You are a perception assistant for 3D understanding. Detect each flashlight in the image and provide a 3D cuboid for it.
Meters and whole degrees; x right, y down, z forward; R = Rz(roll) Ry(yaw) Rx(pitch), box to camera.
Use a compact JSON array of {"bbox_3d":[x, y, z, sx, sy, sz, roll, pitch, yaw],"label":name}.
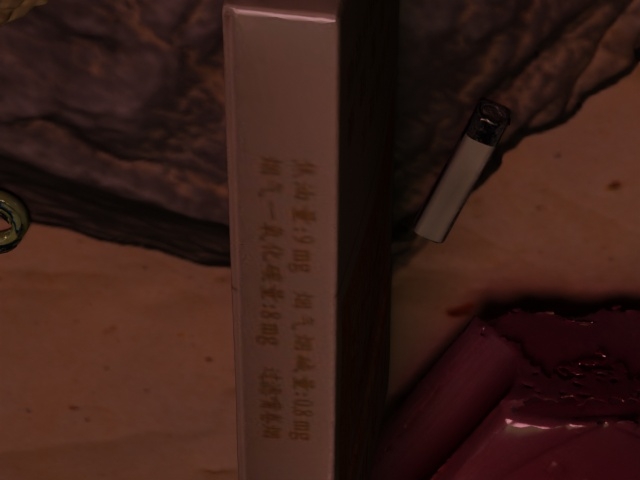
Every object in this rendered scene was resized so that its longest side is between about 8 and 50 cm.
[{"bbox_3d":[0.072,-0.035,0.900,0.018,0.018,0.083,21,129,-6],"label":"flashlight"}]

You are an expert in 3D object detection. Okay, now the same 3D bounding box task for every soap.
[{"bbox_3d":[0.114,0.136,0.969,0.162,0.099,0.250,22,129,-15],"label":"soap"}]

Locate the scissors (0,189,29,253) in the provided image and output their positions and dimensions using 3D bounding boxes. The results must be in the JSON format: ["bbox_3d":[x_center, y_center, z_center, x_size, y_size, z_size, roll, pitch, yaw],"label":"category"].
[{"bbox_3d":[-0.259,-0.037,0.956,0.187,0.020,0.133,-5,131,12],"label":"scissors"}]

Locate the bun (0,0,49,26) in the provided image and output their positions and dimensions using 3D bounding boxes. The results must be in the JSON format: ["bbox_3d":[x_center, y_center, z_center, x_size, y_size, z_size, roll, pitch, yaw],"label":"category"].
[{"bbox_3d":[-0.150,-0.193,0.714,0.134,0.220,0.220,42,132,22],"label":"bun"}]

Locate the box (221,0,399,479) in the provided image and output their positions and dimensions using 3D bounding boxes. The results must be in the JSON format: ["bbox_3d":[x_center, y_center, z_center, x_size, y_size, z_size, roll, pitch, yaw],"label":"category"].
[{"bbox_3d":[0.001,0.001,0.821,0.051,0.204,0.365,6,128,6],"label":"box"}]
